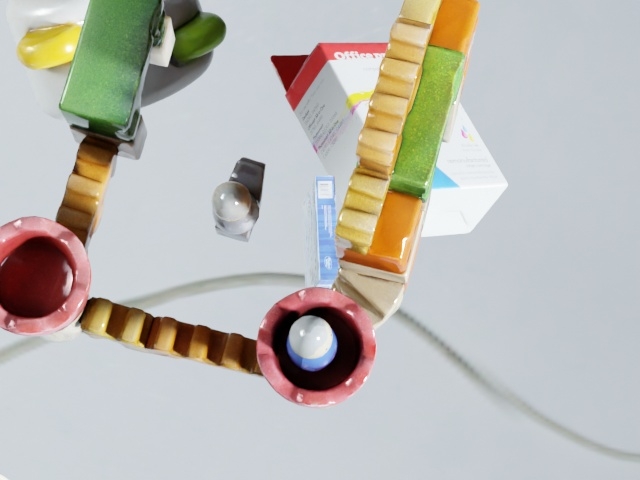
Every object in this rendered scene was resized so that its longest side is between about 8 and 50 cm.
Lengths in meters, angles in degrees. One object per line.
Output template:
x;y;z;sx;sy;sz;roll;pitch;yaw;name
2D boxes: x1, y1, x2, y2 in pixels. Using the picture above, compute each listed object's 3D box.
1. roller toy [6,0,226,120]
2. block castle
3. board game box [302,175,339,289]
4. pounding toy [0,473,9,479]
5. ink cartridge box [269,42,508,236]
-0.218;-0.219;1.983;0.209;0.191;0.146;-23;111;-14;roller toy
-0.051;-0.112;1.446;0.303;0.213;0.453;15;78;4;block castle
0.000;0.000;1.646;0.020;0.090;0.090;0;77;-8;board game box
-0.401;0.266;1.920;0.183;0.110;0.237;-32;129;-31;pounding toy
0.061;-0.114;1.846;0.134;0.078;0.231;-5;55;-37;ink cartridge box
